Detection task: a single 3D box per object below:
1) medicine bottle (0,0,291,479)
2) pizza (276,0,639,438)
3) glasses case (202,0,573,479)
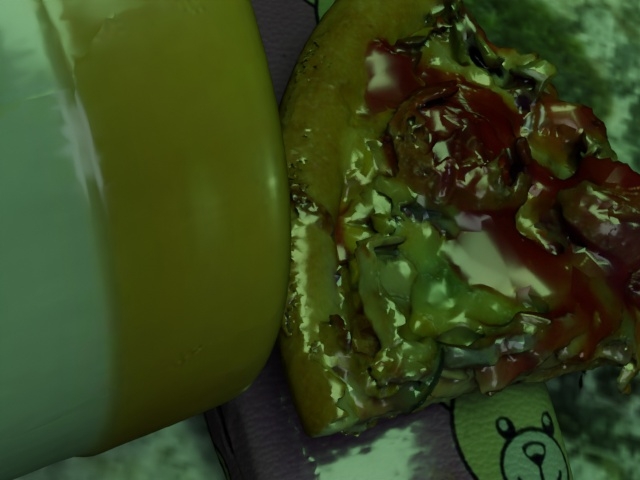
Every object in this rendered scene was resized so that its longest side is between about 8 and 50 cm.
[{"bbox_3d":[-0.162,-0.027,0.516,0.232,0.238,0.238,-19,70,-25],"label":"medicine bottle"},{"bbox_3d":[0.073,-0.014,0.608,0.193,0.053,0.201,13,57,-21],"label":"pizza"},{"bbox_3d":[0.000,0.000,0.648,0.123,0.076,0.316,-10,67,-24],"label":"glasses case"}]
